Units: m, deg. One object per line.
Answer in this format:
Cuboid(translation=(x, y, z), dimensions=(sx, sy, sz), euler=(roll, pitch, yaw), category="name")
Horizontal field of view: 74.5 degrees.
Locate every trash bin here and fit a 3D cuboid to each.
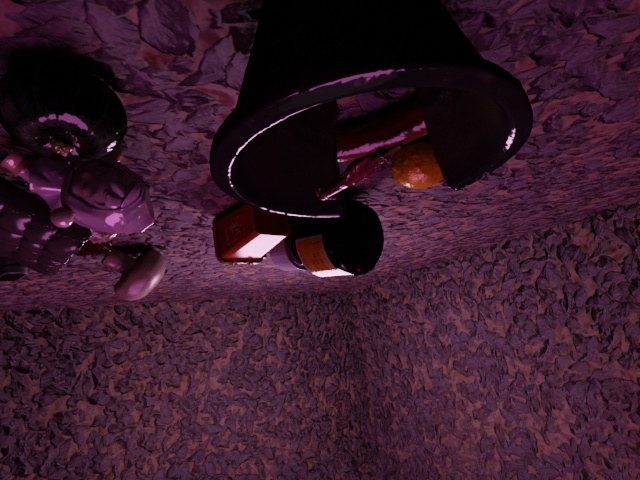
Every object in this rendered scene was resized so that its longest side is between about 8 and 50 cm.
Cuboid(translation=(-0.198, -0.027, 1.278), dimensions=(0.185, 0.161, 0.239), euler=(4, 157, -41), category="trash bin")
Cuboid(translation=(-0.886, 0.044, 1.209), dimensions=(0.116, 0.129, 0.059), euler=(-19, 162, 36), category="trash bin")

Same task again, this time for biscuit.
Cuboid(translation=(-0.687, -0.019, 1.203), dimensions=(0.106, 0.070, 0.252), euler=(-7, 165, -11), category="biscuit")

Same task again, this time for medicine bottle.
Cuboid(translation=(0.000, 0.000, 1.383), dimensions=(0.243, 0.242, 0.395), euler=(3, 176, -38), category="medicine bottle")

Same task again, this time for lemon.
Cuboid(translation=(0.240, -0.181, 1.011), dimensions=(0.155, 0.114, 0.114), euler=(-5, 165, -20), category="lemon")

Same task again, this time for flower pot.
Cuboid(translation=(0.043, -0.202, 0.537), dimensions=(0.380, 0.251, 0.379), euler=(-5, 166, -1), category="flower pot")

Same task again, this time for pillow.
Cuboid(translation=(-0.659, -0.022, 0.928), dimensions=(0.228, 0.101, 0.326), euler=(34, 149, -29), category="pillow")

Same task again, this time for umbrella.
Cuboid(translation=(0.040, -0.077, 0.483), dimensions=(0.027, 0.025, 0.165), euler=(-20, 177, -33), category="umbrella")

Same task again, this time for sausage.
Cuboid(translation=(0.128, -0.225, 0.850), dimensions=(0.302, 0.076, 0.103), euler=(-17, 155, 28), category="sausage")

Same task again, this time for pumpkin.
Cuboid(translation=(-0.381, -0.185, 0.623), dimensions=(0.167, 0.125, 0.167), euler=(10, 170, 2), category="pumpkin")

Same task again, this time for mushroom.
Cuboid(translation=(-0.681, 0.117, 1.532), dimensions=(0.209, 0.206, 0.206), euler=(16, 162, -7), category="mushroom")

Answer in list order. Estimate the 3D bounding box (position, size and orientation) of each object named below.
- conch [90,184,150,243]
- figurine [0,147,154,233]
Cuboid(translation=(-0.494, -0.072, 0.982), dimensions=(0.207, 0.130, 0.155), euler=(-26, -169, 0), category="conch")
Cuboid(translation=(-0.456, -0.099, 0.809), dimensions=(0.276, 0.200, 0.133), euler=(20, 146, 0), category="figurine")
